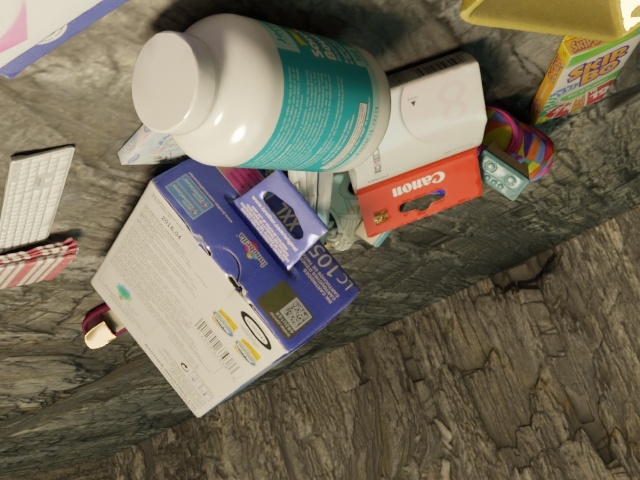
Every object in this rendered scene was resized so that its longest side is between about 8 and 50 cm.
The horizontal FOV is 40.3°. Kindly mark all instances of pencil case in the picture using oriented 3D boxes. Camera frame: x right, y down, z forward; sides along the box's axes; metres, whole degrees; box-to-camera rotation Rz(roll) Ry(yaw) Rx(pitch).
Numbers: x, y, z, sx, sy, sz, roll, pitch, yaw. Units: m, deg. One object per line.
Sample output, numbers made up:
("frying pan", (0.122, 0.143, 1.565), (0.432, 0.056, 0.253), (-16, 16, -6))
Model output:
("pencil case", (0.307, -0.154, 1.426), (0.104, 0.104, 0.236), (-29, 163, 23))

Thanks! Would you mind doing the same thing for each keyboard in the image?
("keyboard", (-0.352, -0.044, 1.061), (0.072, 0.014, 0.256), (-13, 162, -29))

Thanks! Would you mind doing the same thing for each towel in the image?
("towel", (-0.441, 0.042, 1.186), (0.197, 0.029, 0.144), (-11, 169, -34))

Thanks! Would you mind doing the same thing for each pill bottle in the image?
("pill bottle", (-0.057, -0.144, 0.877), (0.146, 0.146, 0.264), (-33, 161, 35))

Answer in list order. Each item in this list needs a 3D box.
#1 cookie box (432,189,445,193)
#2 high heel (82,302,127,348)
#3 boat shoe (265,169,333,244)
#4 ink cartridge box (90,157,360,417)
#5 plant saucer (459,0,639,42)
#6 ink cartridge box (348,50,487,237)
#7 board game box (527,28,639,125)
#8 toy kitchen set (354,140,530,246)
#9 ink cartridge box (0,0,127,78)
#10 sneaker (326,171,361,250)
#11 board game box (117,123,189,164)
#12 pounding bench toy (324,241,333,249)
("cookie box", (0.160, -0.109, 1.426), (0.092, 0.040, 0.107), (0, 167, 8))
("high heel", (-0.315, 0.112, 1.566), (0.244, 0.082, 0.117), (-35, -163, -5))
("boat shoe", (-0.032, -0.083, 1.144), (0.084, 0.095, 0.258), (-3, 130, -11))
("ink cartridge box", (-0.130, 0.051, 1.161), (0.151, 0.270, 0.395), (-37, 176, -35))
("plant saucer", (0.336, -0.339, 0.878), (0.333, 0.081, 0.333), (-8, 159, -43))
("ink cartridge box", (0.130, -0.115, 1.160), (0.189, 0.066, 0.232), (-21, 121, -6))
("board game box", (0.401, -0.259, 1.320), (0.124, 0.039, 0.259), (-21, 162, -5))
("toy kitchen set", (0.183, -0.062, 1.302), (0.207, 0.166, 0.122), (-55, -179, 31))
("ink cartridge box", (-0.201, -0.215, 0.600), (0.324, 0.071, 0.330), (-27, 162, 17))
("sneaker", (0.031, -0.063, 1.361), (0.118, 0.110, 0.292), (-33, 163, 7))
("board game box", (-0.179, -0.120, 1.029), (0.090, 0.020, 0.090), (-7, 159, -46))
("pounding bench toy", (0.000, 0.000, 1.604), (0.065, 0.052, 0.083), (-29, 163, 23))
